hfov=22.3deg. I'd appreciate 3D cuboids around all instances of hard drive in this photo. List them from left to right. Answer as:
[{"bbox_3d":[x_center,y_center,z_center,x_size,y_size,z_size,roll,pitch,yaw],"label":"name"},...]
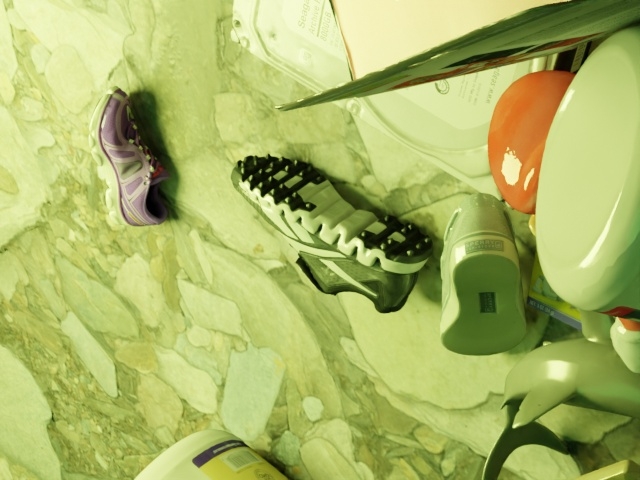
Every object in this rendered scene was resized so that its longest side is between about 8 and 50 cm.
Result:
[{"bbox_3d":[0.073,-0.205,1.413,0.339,0.064,0.237,34,133,25],"label":"hard drive"}]

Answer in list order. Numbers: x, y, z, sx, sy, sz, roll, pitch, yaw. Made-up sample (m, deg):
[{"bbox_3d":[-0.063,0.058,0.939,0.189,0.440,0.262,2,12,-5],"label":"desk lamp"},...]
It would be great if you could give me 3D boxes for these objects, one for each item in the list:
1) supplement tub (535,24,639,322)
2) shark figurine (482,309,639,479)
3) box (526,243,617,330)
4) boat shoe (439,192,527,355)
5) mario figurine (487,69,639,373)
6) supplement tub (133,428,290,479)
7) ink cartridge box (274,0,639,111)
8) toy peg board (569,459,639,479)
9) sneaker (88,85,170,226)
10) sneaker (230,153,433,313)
[{"bbox_3d":[0.298,-0.022,1.081,0.272,0.191,0.191,13,136,-14],"label":"supplement tub"},{"bbox_3d":[0.197,0.143,1.430,0.166,0.116,0.278,51,147,-6],"label":"shark figurine"},{"bbox_3d":[0.241,-0.003,1.391,0.105,0.043,0.179,26,129,29],"label":"box"},{"bbox_3d":[0.148,0.032,1.465,0.079,0.081,0.227,0,152,3],"label":"boat shoe"},{"bbox_3d":[0.274,-0.023,1.276,0.320,0.198,0.170,37,154,5],"label":"mario figurine"},{"bbox_3d":[-0.064,0.391,1.775,0.331,0.241,0.241,37,135,22],"label":"supplement tub"},{"bbox_3d":[0.134,-0.188,1.011,0.309,0.272,0.130,-14,92,60],"label":"ink cartridge box"},{"bbox_3d":[0.272,0.288,1.460,0.161,0.079,0.161,35,143,-18],"label":"toy peg board"},{"bbox_3d":[-0.199,-0.091,1.758,0.071,0.068,0.170,6,128,25],"label":"sneaker"},{"bbox_3d":[0.000,0.000,1.596,0.234,0.078,0.106,29,129,26],"label":"sneaker"}]
